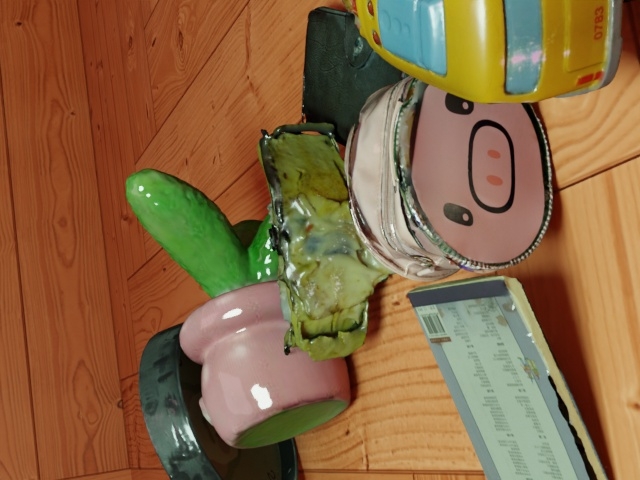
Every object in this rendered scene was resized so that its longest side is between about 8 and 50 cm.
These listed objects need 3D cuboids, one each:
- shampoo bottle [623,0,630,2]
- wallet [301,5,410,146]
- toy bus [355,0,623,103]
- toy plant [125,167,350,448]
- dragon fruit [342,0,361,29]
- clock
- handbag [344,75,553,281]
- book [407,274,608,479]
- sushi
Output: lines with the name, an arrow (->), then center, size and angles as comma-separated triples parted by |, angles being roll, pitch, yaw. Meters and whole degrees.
shampoo bottle -> 0.208, -0.206, 0.761 | 0.208, 0.057, 0.063 | -169, 65, -67
wallet -> 0.056, -0.180, 1.136 | 0.318, 0.045, 0.172 | -143, 51, -59
toy bus -> 0.116, -0.180, 0.734 | 0.209, 0.136, 0.126 | 40, 144, 51
toy plant -> -0.103, 0.087, 1.291 | 0.211, 0.317, 0.356 | -23, 67, 23
dragon fruit -> 0.090, -0.252, 0.941 | 0.208, 0.150, 0.133 | 58, -139, -89
clock -> -0.139, 0.261, 1.395 | 0.066, 0.319, 0.319 | -28, 59, 16
handbag -> 0.114, -0.062, 0.859 | 0.116, 0.179, 0.205 | -21, 61, 58
book -> 0.170, 0.141, 0.863 | 0.157, 0.026, 0.231 | -16, 99, 64
sushi -> 0.002, -0.001, 1.182 | 0.131, 0.139, 0.291 | 142, 120, -70
